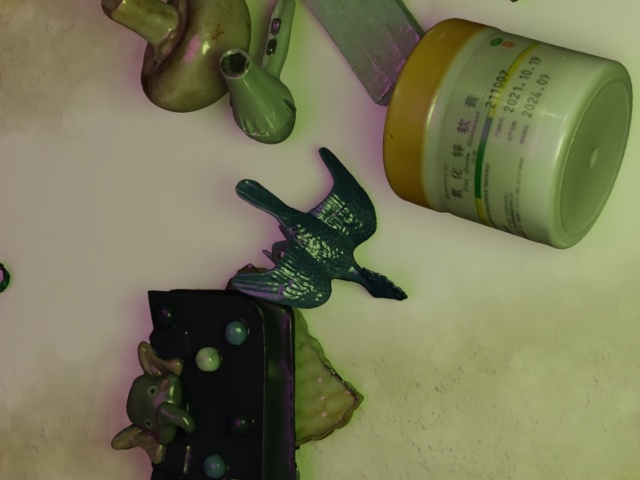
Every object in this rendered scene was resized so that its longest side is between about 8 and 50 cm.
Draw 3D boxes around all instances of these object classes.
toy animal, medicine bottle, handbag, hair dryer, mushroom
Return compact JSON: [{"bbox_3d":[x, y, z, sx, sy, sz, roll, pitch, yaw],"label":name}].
[{"bbox_3d":[0.000,0.000,1.838,0.176,0.255,0.239,-12,42,53],"label":"toy animal"},{"bbox_3d":[0.229,-0.131,1.646,0.232,0.238,0.238,20,100,29],"label":"medicine bottle"},{"bbox_3d":[-0.166,0.233,1.919,0.269,0.118,0.326,0,90,36],"label":"handbag"},{"bbox_3d":[-0.079,-0.268,1.836,0.092,0.229,0.267,6,92,14],"label":"hair dryer"},{"bbox_3d":[-0.208,-0.292,1.907,0.207,0.215,0.207,-40,37,38],"label":"mushroom"}]

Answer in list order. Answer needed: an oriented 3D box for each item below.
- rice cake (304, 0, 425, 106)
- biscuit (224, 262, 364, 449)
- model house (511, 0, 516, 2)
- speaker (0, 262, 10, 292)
[{"bbox_3d":[0.064,-0.301,1.860,0.124,0.038,0.211,-46,68,22],"label":"rice cake"},{"bbox_3d":[-0.070,0.181,1.938,0.187,0.036,0.273,-44,70,23],"label":"biscuit"},{"bbox_3d":[0.295,-0.422,1.683,0.188,0.122,0.229,-8,100,17],"label":"model house"},{"bbox_3d":[-0.553,0.065,2.219,0.094,0.060,0.075,-8,85,-5],"label":"speaker"}]
